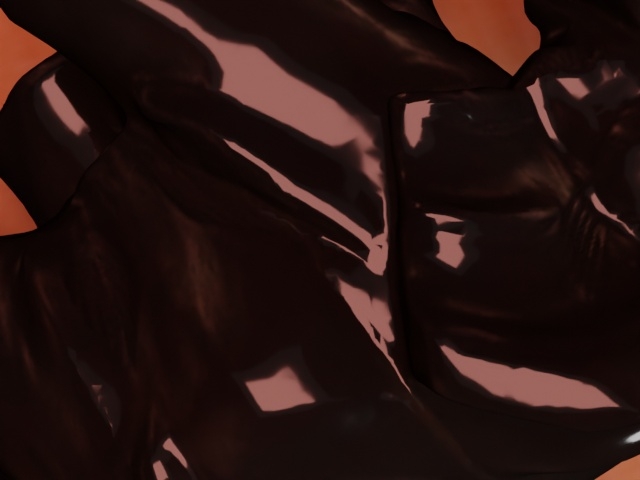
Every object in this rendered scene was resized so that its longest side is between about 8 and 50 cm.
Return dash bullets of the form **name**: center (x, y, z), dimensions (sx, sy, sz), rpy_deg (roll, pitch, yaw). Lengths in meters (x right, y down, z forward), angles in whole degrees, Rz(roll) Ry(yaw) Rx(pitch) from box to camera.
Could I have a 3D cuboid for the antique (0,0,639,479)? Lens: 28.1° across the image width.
- **antique**: center (0.000, 0.000, 0.434), dimensions (0.322, 0.185, 0.255), rpy_deg (-45, 77, 9)
